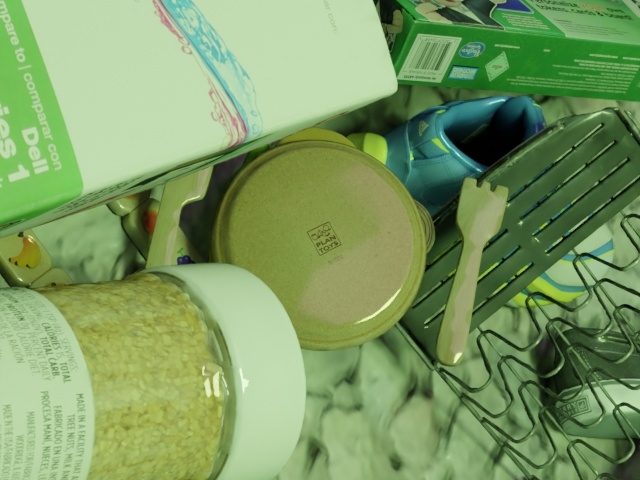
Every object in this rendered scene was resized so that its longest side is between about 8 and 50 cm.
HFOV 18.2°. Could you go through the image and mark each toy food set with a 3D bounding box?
[{"bbox_3d":[0.000,0.000,1.131,0.192,0.038,0.132,17,72,-6],"label":"toy food set"}]

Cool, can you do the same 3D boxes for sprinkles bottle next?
[{"bbox_3d":[-0.173,0.081,0.911,0.355,0.121,0.121,-5,71,-42],"label":"sprinkles bottle"}]

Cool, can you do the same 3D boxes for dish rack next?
[{"bbox_3d":[0.177,0.065,1.192,0.271,0.208,0.074,50,0,-22],"label":"dish rack"}]

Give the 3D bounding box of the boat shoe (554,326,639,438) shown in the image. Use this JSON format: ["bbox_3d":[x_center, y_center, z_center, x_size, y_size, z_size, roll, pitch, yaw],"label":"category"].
[{"bbox_3d":[0.243,0.092,1.335,0.228,0.080,0.076,4,66,-33],"label":"boat shoe"}]

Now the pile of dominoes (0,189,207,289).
[{"bbox_3d":[-0.175,-0.041,1.045,0.251,0.040,0.196,53,43,-5],"label":"pile of dominoes"}]

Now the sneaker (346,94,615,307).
[{"bbox_3d":[0.124,-0.025,1.247,0.240,0.126,0.091,12,60,-38],"label":"sneaker"}]

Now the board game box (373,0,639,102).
[{"bbox_3d":[0.106,-0.168,1.295,0.317,0.046,0.213,1,35,-42],"label":"board game box"}]

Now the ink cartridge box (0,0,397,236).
[{"bbox_3d":[-0.131,-0.070,0.942,0.278,0.201,0.117,-21,92,-45],"label":"ink cartridge box"}]
